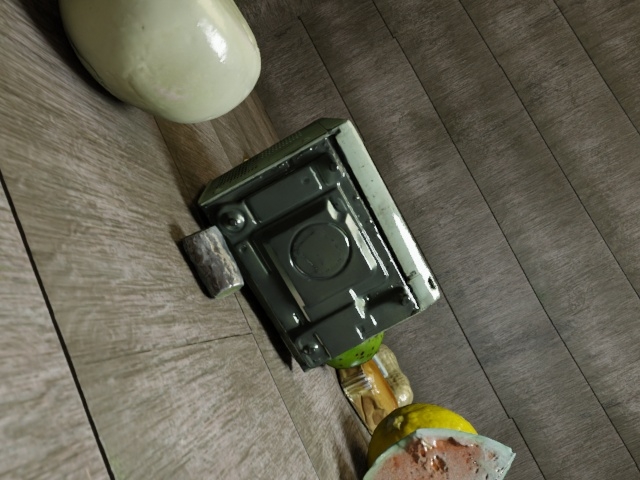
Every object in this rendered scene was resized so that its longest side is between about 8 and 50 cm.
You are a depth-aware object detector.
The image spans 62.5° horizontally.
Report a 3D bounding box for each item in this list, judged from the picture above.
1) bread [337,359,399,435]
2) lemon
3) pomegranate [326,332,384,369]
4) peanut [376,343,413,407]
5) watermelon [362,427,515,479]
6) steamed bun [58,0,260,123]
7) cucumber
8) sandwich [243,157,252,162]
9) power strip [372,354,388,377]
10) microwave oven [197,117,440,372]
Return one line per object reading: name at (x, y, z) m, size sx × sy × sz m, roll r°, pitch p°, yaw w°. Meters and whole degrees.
bread at (0.142, 0.433, 1.478) m, size 0.241 × 0.107 × 0.136 m, roll 60°, pitch 9°, yaw -24°
lemon at (0.240, 0.506, 1.178) m, size 0.293 × 0.293 × 0.293 m, roll 62°, pitch 5°, yaw -10°
pomegranate at (0.077, 0.207, 1.299) m, size 0.211 × 0.263 × 0.211 m, roll 18°, pitch 60°, yaw -35°
peanut at (0.218, 0.485, 1.815) m, size 0.291 × 0.143 × 0.159 m, roll -119°, pitch -148°, yaw -51°
watermelon at (0.213, 0.472, 0.960) m, size 0.224 × 0.305 × 0.180 m, roll 60°, pitch -27°, yaw -3°
steamed bun at (-0.253, -0.324, 0.788) m, size 0.334 × 0.233 × 0.312 m, roll 48°, pitch 15°, yaw -35°
cucumber at (-0.163, 0.035, 0.800) m, size 0.064 × 0.064 × 0.112 m, roll -58°, pitch 123°, yaw -84°
sandwich at (-0.197, -0.183, 1.791) m, size 0.117 × 0.144 × 0.187 m, roll 65°, pitch -30°, yaw 27°
power strip at (0.087, 0.314, 1.536) m, size 0.367 × 0.106 × 0.043 m, roll 58°, pitch 4°, yaw -36°
microwave oven at (0.000, 0.000, 1.036) m, size 0.394 × 0.333 × 0.247 m, roll 60°, pitch 2°, yaw -18°
